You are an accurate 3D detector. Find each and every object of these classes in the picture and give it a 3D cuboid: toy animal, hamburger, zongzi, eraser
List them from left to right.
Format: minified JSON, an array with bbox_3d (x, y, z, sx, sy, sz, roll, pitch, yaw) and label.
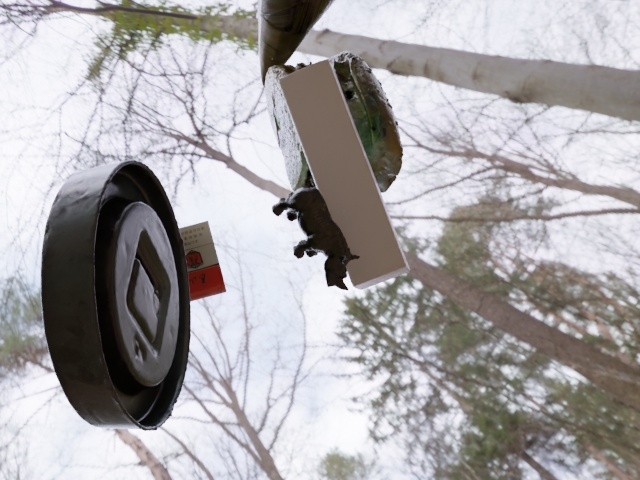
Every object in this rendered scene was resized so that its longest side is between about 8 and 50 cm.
[{"bbox_3d":[-0.006,-0.440,1.335,0.274,0.145,0.300,-36,-33,-40],"label":"zongzi"},{"bbox_3d":[0.000,0.000,0.921,0.065,0.136,0.047,-32,-12,30],"label":"toy animal"},{"bbox_3d":[0.023,-0.195,1.256,0.167,0.192,0.288,-13,-106,-19],"label":"hamburger"},{"bbox_3d":[0.032,-0.087,1.040,0.076,0.078,0.298,-21,-100,7],"label":"eraser"}]

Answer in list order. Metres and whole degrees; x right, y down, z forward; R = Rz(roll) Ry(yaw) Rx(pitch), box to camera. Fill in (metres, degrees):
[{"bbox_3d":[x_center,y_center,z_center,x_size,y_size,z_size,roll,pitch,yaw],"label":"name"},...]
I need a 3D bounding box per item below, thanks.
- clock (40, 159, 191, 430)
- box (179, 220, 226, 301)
[{"bbox_3d":[-0.231,0.066,0.920,0.066,0.319,0.319,-6,-65,7],"label":"clock"},{"bbox_3d":[-0.256,0.044,1.561,0.100,0.152,0.048,-16,-28,-6],"label":"box"}]
